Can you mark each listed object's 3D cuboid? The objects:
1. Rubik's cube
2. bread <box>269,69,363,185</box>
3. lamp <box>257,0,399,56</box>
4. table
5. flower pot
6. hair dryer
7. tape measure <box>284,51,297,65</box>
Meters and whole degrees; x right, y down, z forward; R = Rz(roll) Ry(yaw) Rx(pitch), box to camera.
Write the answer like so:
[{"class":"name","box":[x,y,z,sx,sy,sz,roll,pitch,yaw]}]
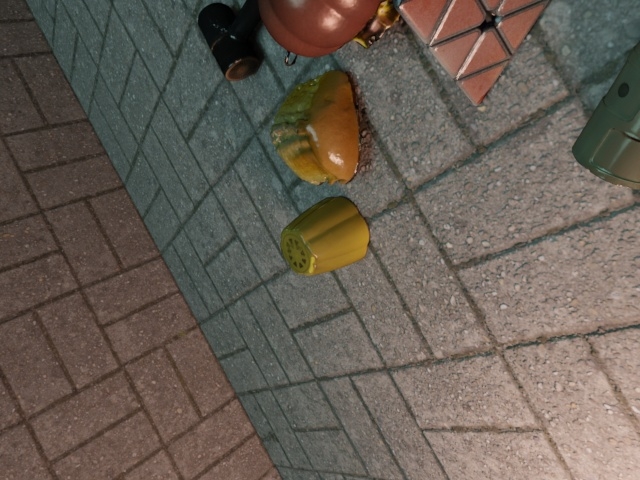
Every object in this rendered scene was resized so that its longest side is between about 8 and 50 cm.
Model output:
[{"class":"Rubik's cube","box":[0.240,-0.386,0.742,0.233,0.229,0.228,23,-179,-4]},{"class":"bread","box":[-0.004,-0.255,1.086,0.204,0.162,0.262,0,102,47]},{"class":"lamp","box":[0.032,-0.464,0.833,0.239,0.305,0.305,37,148,-20]},{"class":"table","box":[0.454,-0.193,0.618,0.126,0.126,0.220,40,138,27]},{"class":"flower pot","box":[0.000,0.000,1.219,0.195,0.179,0.195,30,133,38]},{"class":"hair dryer","box":[-0.178,-0.588,1.163,0.352,0.107,0.189,-34,83,44]},{"class":"tape measure","box":[-0.054,-0.463,1.021,0.107,0.180,0.104,11,136,45]}]
